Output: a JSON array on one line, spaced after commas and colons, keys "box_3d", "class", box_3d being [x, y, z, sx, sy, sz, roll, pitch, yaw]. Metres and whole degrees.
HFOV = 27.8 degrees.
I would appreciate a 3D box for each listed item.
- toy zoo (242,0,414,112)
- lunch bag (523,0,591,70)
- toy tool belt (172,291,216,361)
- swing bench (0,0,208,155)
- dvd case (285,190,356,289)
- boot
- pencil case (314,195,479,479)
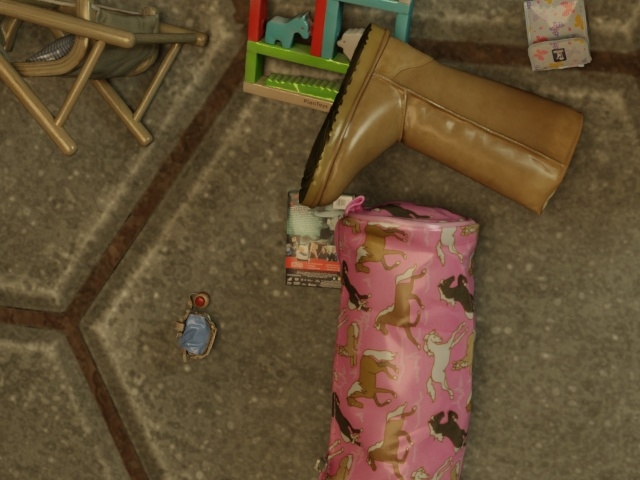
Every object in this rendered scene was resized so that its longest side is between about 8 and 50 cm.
[{"box_3d": [0.014, -0.286, 1.489, 0.192, 0.030, 0.293, 14, 123, 12], "class": "toy zoo"}, {"box_3d": [0.272, -0.237, 1.474, 0.071, 0.053, 0.083, -3, 106, 16], "class": "lunch bag"}, {"box_3d": [-0.159, 0.110, 1.634, 0.052, 0.051, 0.083, 11, 100, 13], "class": "toy tool belt"}, {"box_3d": [-0.310, -0.236, 1.519, 0.255, 0.253, 0.165, 33, 104, 7], "class": "swing bench"}, {"box_3d": [0.000, 0.000, 1.598, 0.087, 0.013, 0.119, 3, 100, 14], "class": "dvd case"}, {"box_3d": [0.137, -0.096, 1.444, 0.270, 0.089, 0.236, 25, 81, -7], "class": "boot"}, {"box_3d": [0.091, 0.141, 1.523, 0.160, 0.167, 0.386, 18, 106, 56], "class": "pencil case"}]
